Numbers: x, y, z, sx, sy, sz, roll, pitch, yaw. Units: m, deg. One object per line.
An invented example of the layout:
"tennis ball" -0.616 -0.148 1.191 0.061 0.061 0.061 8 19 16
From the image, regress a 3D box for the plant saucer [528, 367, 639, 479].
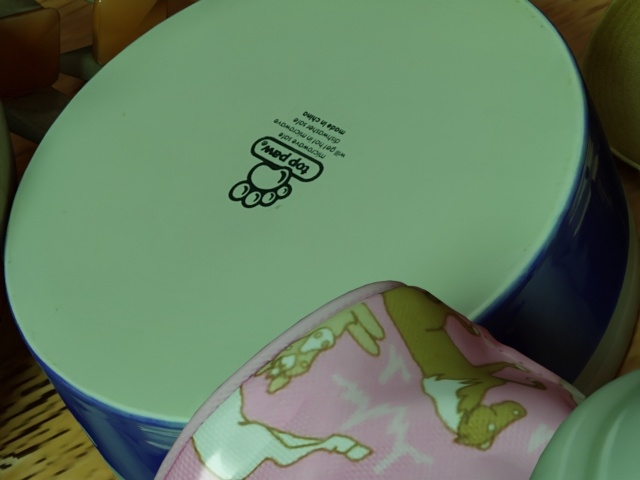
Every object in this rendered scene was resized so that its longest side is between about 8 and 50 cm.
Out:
"plant saucer" 0.245 0.106 0.390 0.400 0.400 0.100 41 118 42

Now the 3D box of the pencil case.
"pencil case" 0.114 0.161 0.491 0.386 0.167 0.160 32 113 28

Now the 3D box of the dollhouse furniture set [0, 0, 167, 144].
"dollhouse furniture set" -0.071 -0.197 0.884 0.135 0.262 0.259 25 33 36

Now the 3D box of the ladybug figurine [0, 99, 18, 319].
"ladybug figurine" -0.286 0.078 0.758 0.305 0.162 0.449 -1 44 49

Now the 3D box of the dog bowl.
"dog bowl" 0.000 0.000 0.765 0.265 0.104 0.265 -13 47 14

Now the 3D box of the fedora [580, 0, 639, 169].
"fedora" 0.204 -0.109 0.786 0.194 0.079 0.194 -13 47 15
